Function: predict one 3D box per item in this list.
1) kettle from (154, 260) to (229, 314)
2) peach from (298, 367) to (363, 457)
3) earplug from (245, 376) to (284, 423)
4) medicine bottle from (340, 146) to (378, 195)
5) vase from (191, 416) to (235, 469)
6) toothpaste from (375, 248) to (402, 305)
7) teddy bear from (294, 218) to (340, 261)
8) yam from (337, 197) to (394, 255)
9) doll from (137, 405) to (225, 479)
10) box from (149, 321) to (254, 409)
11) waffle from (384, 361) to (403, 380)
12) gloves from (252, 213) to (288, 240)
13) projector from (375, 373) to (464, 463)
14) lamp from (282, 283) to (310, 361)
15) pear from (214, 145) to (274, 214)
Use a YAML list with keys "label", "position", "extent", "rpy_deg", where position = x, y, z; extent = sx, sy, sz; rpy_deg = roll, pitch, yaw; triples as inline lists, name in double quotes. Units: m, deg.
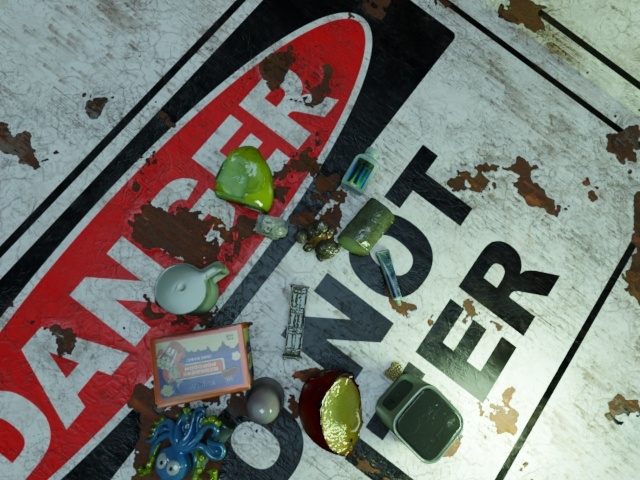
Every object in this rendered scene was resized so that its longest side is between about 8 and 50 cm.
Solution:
- label: "kettle"
  position: [-0.511, 0.203, 1.724]
  extent: [0.264, 0.318, 0.205]
  rpy_deg: [-2, 79, -5]
- label: "peach"
  position: [0.034, 0.714, 1.757]
  extent: [0.257, 0.201, 0.362]
  rpy_deg: [-18, 96, -39]
- label: "earplug"
  position: [-0.227, 0.658, 1.680]
  extent: [0.172, 0.301, 0.173]
  rpy_deg: [1, 81, -6]
- label: "medicine bottle"
  position: [0.201, -0.339, 2.014]
  extent: [0.121, 0.083, 0.229]
  rpy_deg: [30, 80, 2]
- label: "vase"
  position: [-0.449, 0.847, 1.738]
  extent: [0.086, 0.086, 0.214]
  rpy_deg: [34, 83, 1]
- label: "toothpaste"
  position: [0.328, 0.173, 1.959]
  extent: [0.069, 0.047, 0.269]
  rpy_deg: [-17, 78, 4]
- label: "teddy bear"
  position: [0.000, 0.000, 1.918]
  extent: [0.177, 0.140, 0.190]
  rpy_deg: [-31, 93, 18]
- label: "yam"
  position: [0.216, -0.060, 1.932]
  extent: [0.161, 0.161, 0.268]
  rpy_deg: [40, 77, 2]
- label: "doll"
  position: [-0.551, 0.832, 1.680]
  extent: [0.345, 0.099, 0.342]
  rpy_deg: [20, 81, 16]
- label: "box"
  position: [-0.455, 0.481, 1.679]
  extent: [0.348, 0.318, 0.257]
  rpy_deg: [-8, 83, -8]
- label: "waffle"
  position: [0.334, 0.591, 1.898]
  extent: [0.078, 0.016, 0.085]
  rpy_deg: [33, 79, -4]
- label: "gloves"
  position: [-0.225, -0.056, 1.915]
  extent: [0.153, 0.070, 0.114]
  rpy_deg: [16, 103, -11]
- label: "projector"
  position: [0.407, 0.731, 1.756]
  extent: [0.248, 0.249, 0.248]
  rpy_deg: [46, 79, -1]
- label: "lamp"
  position: [-0.109, 0.360, 1.855]
  extent: [0.089, 0.090, 0.326]
  rpy_deg: [7, 78, -4]
- label: "pear"
  position: [-0.328, -0.293, 1.907]
  extent: [0.286, 0.176, 0.282]
  rpy_deg: [19, 77, -4]
